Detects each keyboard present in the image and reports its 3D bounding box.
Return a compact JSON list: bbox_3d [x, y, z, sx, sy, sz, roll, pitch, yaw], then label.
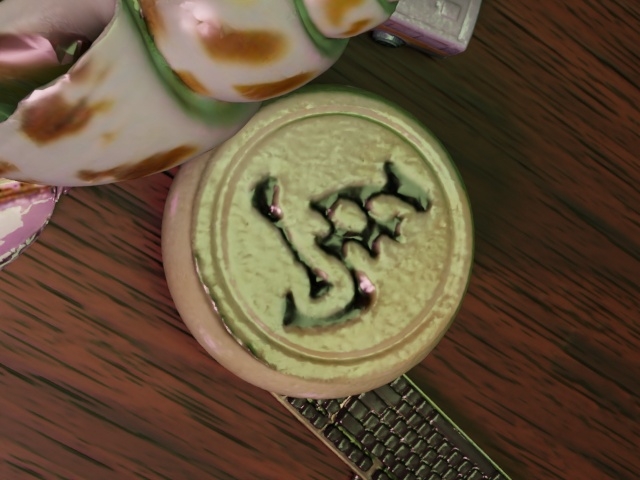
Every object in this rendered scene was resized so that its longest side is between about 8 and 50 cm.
[{"bbox_3d":[0.058,0.169,1.060,0.317,0.027,0.106,45,79,-18],"label":"keyboard"}]

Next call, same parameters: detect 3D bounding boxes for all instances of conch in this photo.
[{"bbox_3d":[-0.107,-0.153,0.844,0.197,0.368,0.249,41,40,-30],"label":"conch"}]

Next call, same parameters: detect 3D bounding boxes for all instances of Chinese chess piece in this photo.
[{"bbox_3d":[0.000,0.000,0.967,0.250,0.101,0.250,1,85,-17],"label":"Chinese chess piece"}]

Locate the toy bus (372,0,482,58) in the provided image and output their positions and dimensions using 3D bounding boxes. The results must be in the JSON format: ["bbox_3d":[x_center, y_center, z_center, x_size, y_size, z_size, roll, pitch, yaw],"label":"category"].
[{"bbox_3d":[0.036,-0.204,0.994,0.191,0.075,0.064,19,89,-21],"label":"toy bus"}]

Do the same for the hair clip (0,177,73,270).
[{"bbox_3d":[-0.348,-0.004,0.882,0.359,0.095,0.110,-15,65,-27],"label":"hair clip"}]
